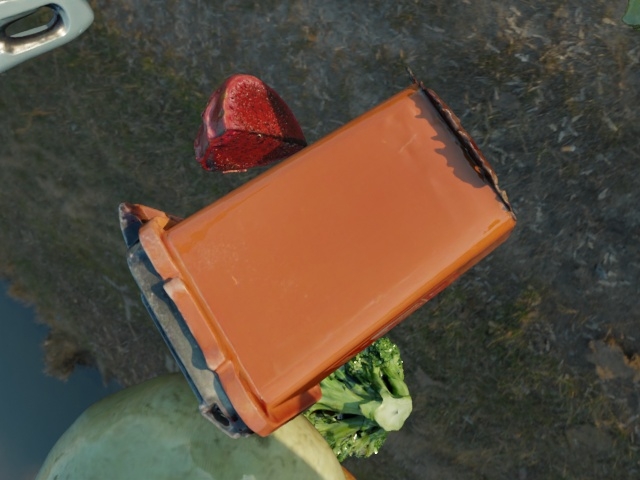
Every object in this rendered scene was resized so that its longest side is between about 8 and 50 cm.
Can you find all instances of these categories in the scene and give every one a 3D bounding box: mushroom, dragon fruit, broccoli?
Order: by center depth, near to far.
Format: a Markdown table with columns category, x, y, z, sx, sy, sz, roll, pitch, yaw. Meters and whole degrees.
| category | x | y | z | sx | sy | sz | roll | pitch | yaw |
| --- | --- | --- | --- | --- | --- | --- | --- | --- | --- |
| mushroom | -0.122 | 0.298 | 0.655 | 0.351 | 0.260 | 0.353 | 1 | 110 | 3 |
| dragon fruit | -0.145 | -0.222 | 1.227 | 0.162 | 0.261 | 0.189 | 8 | 93 | 35 |
| broccoli | 0.062 | 0.319 | 1.317 | 0.275 | 0.307 | 0.308 | 6 | 112 | 65 |

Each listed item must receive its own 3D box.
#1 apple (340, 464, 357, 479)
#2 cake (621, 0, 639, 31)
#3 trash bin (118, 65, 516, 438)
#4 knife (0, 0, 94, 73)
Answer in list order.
| category | x | y | z | sx | sy | sz | roll | pitch | yaw |
| --- | --- | --- | --- | --- | --- | --- | --- | --- | --- |
| apple | -0.057 | 0.526 | 1.155 | 0.309 | 0.278 | 0.250 | 23 | 151 | 18 |
| cake | 0.529 | -0.373 | 0.792 | 0.227 | 0.286 | 0.223 | 11 | 107 | 46 |
| trash bin | 0.000 | 0.000 | 0.451 | 0.238 | 0.161 | 0.184 | -36 | 78 | 8 |
| knife | -0.219 | -0.035 | 0.214 | 0.019 | 0.313 | 0.045 | 37 | 147 | 30 |
